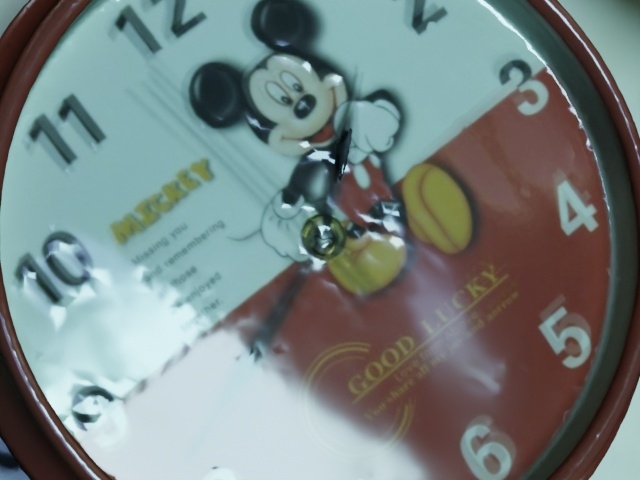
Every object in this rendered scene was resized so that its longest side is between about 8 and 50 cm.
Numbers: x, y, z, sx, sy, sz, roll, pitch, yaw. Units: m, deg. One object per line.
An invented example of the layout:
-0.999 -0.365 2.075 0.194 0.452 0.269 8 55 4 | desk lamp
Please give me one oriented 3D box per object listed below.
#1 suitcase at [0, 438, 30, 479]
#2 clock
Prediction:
-0.087 0.114 0.687 0.206 0.066 0.286 25 87 -15 | suitcase
0.000 0.000 0.631 0.318 0.080 0.319 2 82 -14 | clock
